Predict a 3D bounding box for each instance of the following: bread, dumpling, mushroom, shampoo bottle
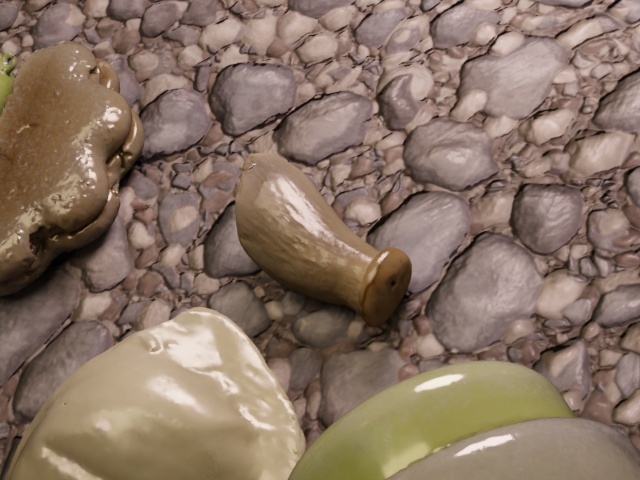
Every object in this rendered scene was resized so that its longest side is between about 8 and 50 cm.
[{"bbox_3d":[-0.314,-0.089,1.871,0.183,0.102,0.337,1,60,28],"label":"bread"},{"bbox_3d":[-0.162,0.274,1.469,0.395,0.233,0.315,-52,52,6],"label":"dumpling"},{"bbox_3d":[-0.009,0.005,1.653,0.108,0.096,0.247,-46,54,-8],"label":"mushroom"},{"bbox_3d":[0.133,0.282,1.238,0.322,0.322,0.317,-29,56,7],"label":"shampoo bottle"}]

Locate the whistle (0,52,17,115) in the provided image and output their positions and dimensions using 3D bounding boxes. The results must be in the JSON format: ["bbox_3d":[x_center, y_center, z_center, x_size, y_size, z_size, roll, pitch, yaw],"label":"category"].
[{"bbox_3d":[-0.499,-0.142,1.984,0.294,0.141,0.141,-35,49,4],"label":"whistle"}]
